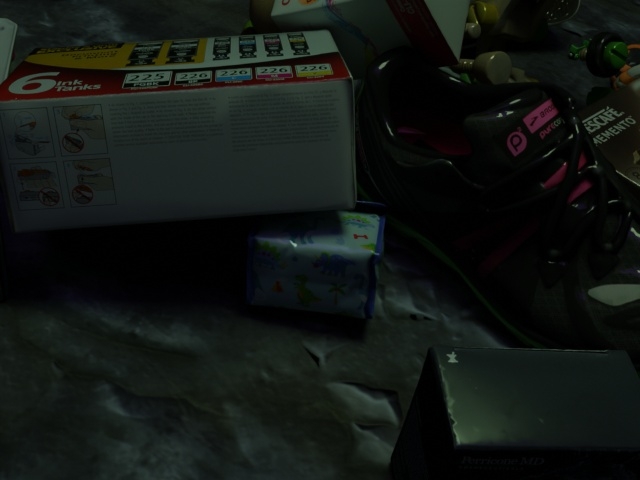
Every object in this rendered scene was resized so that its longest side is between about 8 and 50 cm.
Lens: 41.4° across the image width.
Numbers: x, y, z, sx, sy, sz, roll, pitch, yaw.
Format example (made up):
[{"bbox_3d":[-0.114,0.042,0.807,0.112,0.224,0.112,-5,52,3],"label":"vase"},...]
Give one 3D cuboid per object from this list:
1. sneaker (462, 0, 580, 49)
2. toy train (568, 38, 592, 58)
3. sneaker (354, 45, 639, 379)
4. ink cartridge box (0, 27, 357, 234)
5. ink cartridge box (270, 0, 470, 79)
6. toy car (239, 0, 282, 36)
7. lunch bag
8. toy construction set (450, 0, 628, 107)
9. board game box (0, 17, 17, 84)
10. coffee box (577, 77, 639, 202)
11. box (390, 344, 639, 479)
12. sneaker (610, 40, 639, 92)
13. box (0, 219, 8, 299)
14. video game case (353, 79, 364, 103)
[{"bbox_3d":[0.230,-0.343,1.276,0.290,0.105,0.123,-5,13,-7],"label":"sneaker"},{"bbox_3d":[0.410,-0.298,1.294,0.083,0.023,0.017,-23,52,-31],"label":"toy train"},{"bbox_3d":[0.206,-0.035,0.822,0.483,0.202,0.185,32,62,26],"label":"sneaker"},{"bbox_3d":[-0.135,-0.128,0.846,0.310,0.130,0.272,-5,26,-4],"label":"ink cartridge box"},{"bbox_3d":[0.058,-0.266,0.925,0.176,0.127,0.128,-3,62,30],"label":"ink cartridge box"},{"bbox_3d":[-0.031,-0.281,1.066,0.149,0.188,0.155,2,43,-9],"label":"toy car"},{"bbox_3d":[0.000,0.000,0.847,0.129,0.096,0.151,8,28,4],"label":"lunch bag"},{"bbox_3d":[0.208,-0.255,1.096,0.309,0.257,0.237,-25,26,-28],"label":"toy construction set"},{"bbox_3d":[-0.544,-0.128,0.902,0.390,0.050,0.390,-1,43,-11],"label":"board game box"},{"bbox_3d":[0.395,-0.091,0.998,0.297,0.118,0.168,-28,56,-34],"label":"coffee box"},{"bbox_3d":[0.148,0.164,0.646,0.156,0.158,0.093,2,43,-8],"label":"box"},{"bbox_3d":[0.571,-0.224,1.174,0.321,0.124,0.180,17,44,7],"label":"sneaker"},{"bbox_3d":[-0.395,-0.018,0.713,0.233,0.183,0.059,-5,43,-18],"label":"box"},{"bbox_3d":[0.078,-0.229,1.067,0.019,0.143,0.157,28,40,-12],"label":"video game case"}]
